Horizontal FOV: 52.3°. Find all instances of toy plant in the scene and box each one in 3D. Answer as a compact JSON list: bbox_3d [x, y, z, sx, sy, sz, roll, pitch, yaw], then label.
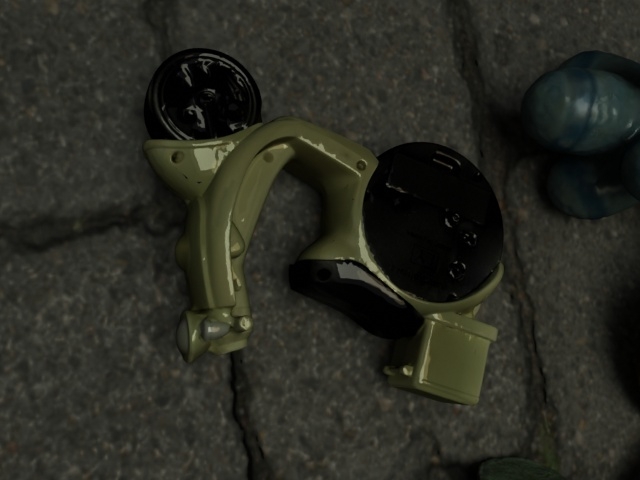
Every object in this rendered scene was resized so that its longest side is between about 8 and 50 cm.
[{"bbox_3d":[0.370,-0.118,0.688,0.332,0.247,0.247,9,81,-14],"label":"toy plant"}]

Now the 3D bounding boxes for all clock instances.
[{"bbox_3d":[0.000,0.000,0.616,0.379,0.120,0.276,17,74,-15],"label":"clock"}]

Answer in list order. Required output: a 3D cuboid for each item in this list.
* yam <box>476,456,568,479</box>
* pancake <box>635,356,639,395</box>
[{"bbox_3d":[0.210,0.322,0.647,0.107,0.107,0.194,-2,84,-17],"label":"yam"},{"bbox_3d":[0.483,0.120,0.711,0.288,0.033,0.286,27,113,-19],"label":"pancake"}]
